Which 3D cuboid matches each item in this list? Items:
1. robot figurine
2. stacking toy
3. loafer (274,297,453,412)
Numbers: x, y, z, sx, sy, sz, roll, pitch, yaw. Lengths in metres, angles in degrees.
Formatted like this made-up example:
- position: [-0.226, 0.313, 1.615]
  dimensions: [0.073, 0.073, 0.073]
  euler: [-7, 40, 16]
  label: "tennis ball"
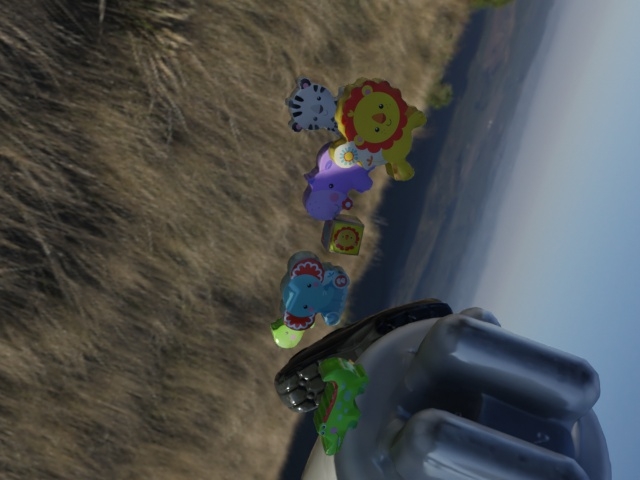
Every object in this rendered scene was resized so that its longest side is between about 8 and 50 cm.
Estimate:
- position: [0.090, 0.196, 0.581]
  dimensions: [0.353, 0.199, 0.300]
  euler: [105, 9, -53]
  label: "robot figurine"
- position: [0.000, 0.000, 0.483]
  dimensions: [0.167, 0.052, 0.221]
  euler: [-126, -135, -71]
  label: "stacking toy"
- position: [0.049, 0.125, 0.849]
  dimensions: [0.078, 0.223, 0.076]
  euler: [-135, -159, -76]
  label: "loafer"
